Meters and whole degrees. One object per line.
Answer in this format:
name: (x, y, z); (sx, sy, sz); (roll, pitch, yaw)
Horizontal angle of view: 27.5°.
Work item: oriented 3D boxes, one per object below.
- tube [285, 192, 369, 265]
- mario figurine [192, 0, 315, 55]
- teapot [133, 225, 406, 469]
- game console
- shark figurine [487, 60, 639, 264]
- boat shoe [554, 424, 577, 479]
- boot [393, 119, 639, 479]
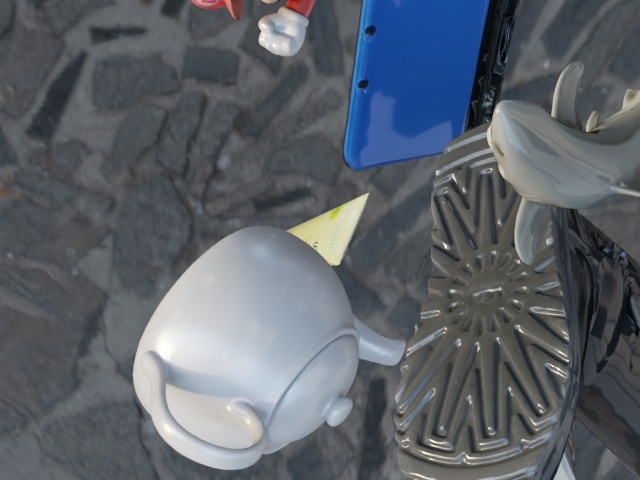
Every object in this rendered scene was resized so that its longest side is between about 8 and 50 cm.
tube: (0.000, 0.000, 1.594); (0.062, 0.240, 0.070); (-16, 89, -20)
mario figurine: (-0.003, -0.332, 1.558); (0.320, 0.170, 0.198); (-15, 98, -5)
teapot: (-0.051, 0.123, 1.301); (0.187, 0.252, 0.256); (37, 76, 21)
game console: (0.132, -0.252, 1.478); (0.173, 0.293, 0.250); (9, 38, 1)
shark figurine: (0.230, -0.072, 0.935); (0.116, 0.166, 0.278); (22, 42, 37)
boat shoe: (0.311, 0.285, 1.705); (0.065, 0.083, 0.183); (-8, 106, 34)
boot: (0.246, 0.152, 1.185); (0.146, 0.445, 0.367); (-7, 57, 32)
